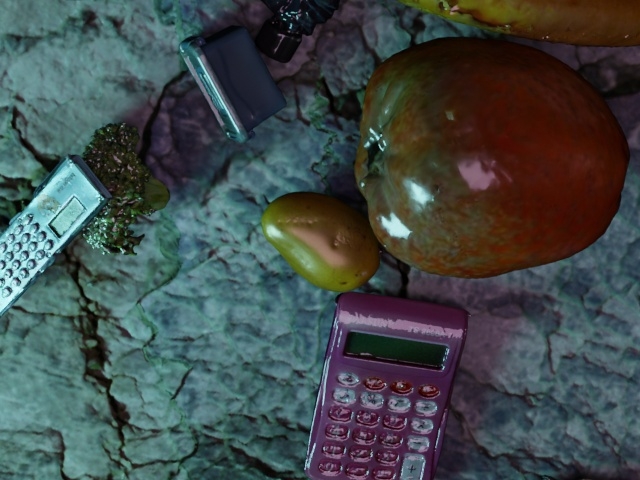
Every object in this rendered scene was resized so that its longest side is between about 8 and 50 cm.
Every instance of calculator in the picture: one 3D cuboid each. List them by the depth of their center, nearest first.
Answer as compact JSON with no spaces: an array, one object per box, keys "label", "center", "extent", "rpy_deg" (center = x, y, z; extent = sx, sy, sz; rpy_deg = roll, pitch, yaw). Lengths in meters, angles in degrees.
[{"label":"calculator","center":[-0.249,-0.003,1.586],"extent":[0.172,0.018,0.057],"rpy_deg":[-44,82,27]},{"label":"calculator","center":[0.058,0.141,1.678],"extent":[0.127,0.034,0.190],"rpy_deg":[9,108,-8]}]

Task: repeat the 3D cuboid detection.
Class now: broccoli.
[{"label":"broccoli","center":[-0.176,-0.046,1.599],"extent":[0.092,0.097,0.095],"rpy_deg":[4,136,-48]}]

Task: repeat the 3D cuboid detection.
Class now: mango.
[{"label":"mango","center":[0.000,0.000,1.622],"extent":[0.114,0.060,0.080],"rpy_deg":[25,97,-7]}]

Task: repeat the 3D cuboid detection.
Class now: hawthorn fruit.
[{"label":"hawthorn fruit","center":[0.163,-0.071,1.557],"extent":[0.262,0.210,0.210],"rpy_deg":[1,104,-23]}]

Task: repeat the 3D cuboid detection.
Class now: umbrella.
[{"label":"umbrella","center":[0.019,-0.249,1.563],"extent":[0.071,0.080,0.224],"rpy_deg":[20,108,-45]}]

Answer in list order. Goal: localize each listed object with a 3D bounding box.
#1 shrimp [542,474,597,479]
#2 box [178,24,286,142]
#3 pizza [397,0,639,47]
[{"label":"shrimp","center":[0.271,0.298,1.729],"extent":[0.219,0.046,0.152],"rpy_deg":[18,98,-10]},{"label":"box","center":[-0.074,-0.139,1.579],"extent":[0.054,0.074,0.099],"rpy_deg":[-31,105,-11]},{"label":"pizza","center":[0.181,-0.368,1.480],"extent":[0.440,0.130,0.406],"rpy_deg":[9,92,-25]}]
